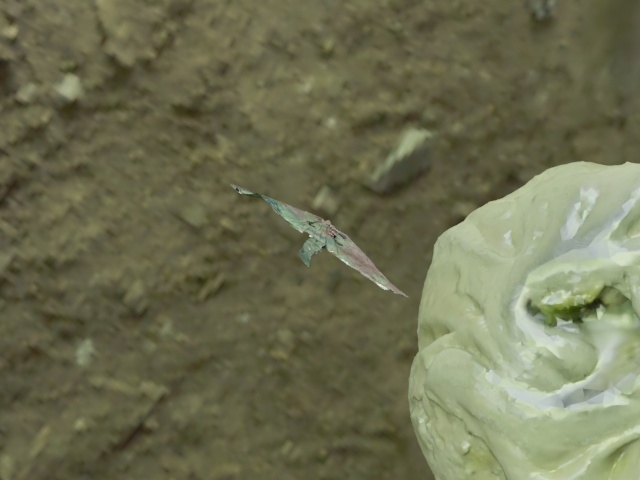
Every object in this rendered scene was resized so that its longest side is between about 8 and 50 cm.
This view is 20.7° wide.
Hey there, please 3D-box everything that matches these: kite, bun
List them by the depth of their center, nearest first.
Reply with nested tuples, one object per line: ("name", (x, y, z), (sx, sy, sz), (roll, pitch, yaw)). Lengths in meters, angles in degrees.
("kite", (0.000, 0.000, 1.137), (0.011, 0.139, 0.157), (-59, 178, 11))
("bun", (0.228, 0.092, 1.379), (0.360, 0.359, 0.211), (-47, 153, -15))
